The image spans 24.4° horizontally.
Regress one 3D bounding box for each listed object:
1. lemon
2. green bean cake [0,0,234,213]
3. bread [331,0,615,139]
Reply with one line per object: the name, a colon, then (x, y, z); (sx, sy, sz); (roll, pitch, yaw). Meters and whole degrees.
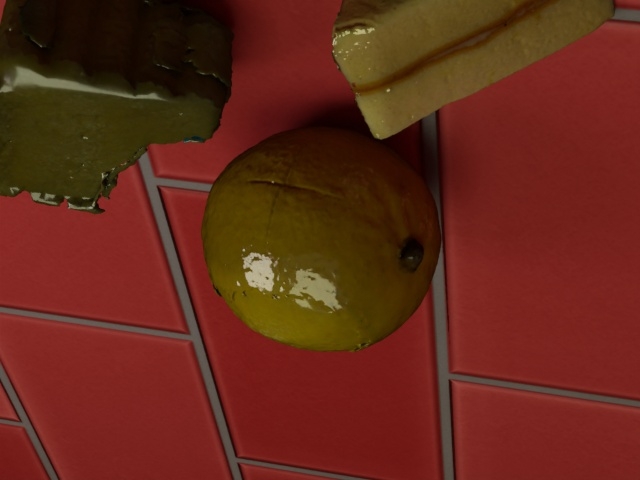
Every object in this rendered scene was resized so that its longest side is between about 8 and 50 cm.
lemon: (0.000, 0.001, 1.827); (0.297, 0.297, 0.297); (11, 145, 8)
green bean cake: (-0.257, -0.177, 1.777); (0.285, 0.202, 0.310); (11, 148, -14)
bread: (0.160, -0.225, 1.553); (0.264, 0.163, 0.168); (-4, 140, 25)
